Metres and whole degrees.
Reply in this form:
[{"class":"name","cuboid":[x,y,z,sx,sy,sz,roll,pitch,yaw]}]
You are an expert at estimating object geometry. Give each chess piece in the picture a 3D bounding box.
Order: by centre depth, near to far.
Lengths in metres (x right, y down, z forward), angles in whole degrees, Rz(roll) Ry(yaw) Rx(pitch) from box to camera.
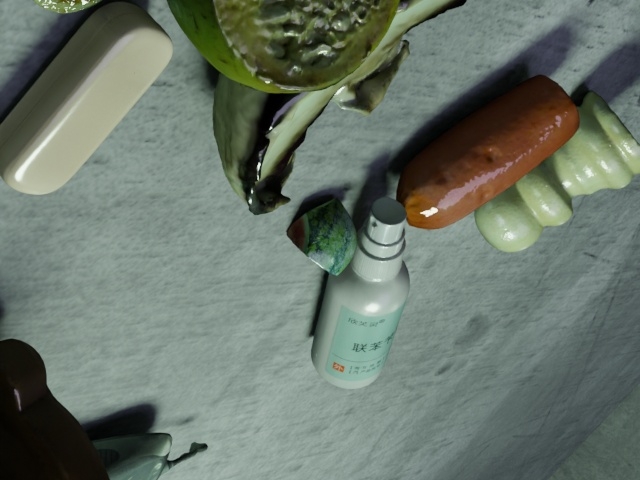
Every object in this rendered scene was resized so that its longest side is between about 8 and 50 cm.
[{"class":"chess piece","cuboid":[0.332,-0.084,1.827,0.251,0.144,0.144,-38,155,10]}]

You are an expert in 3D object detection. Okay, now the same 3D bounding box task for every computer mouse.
[{"class":"computer mouse","cuboid":[-0.294,0.315,1.666,0.379,0.090,0.167,-17,146,-49]}]

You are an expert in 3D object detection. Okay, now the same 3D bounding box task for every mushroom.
[{"class":"mushroom","cuboid":[0.015,-0.189,1.249,0.344,0.130,0.247,-46,169,15]}]

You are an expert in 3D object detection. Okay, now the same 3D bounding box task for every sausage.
[{"class":"sausage","cuboid":[0.208,-0.108,1.635,0.259,0.113,0.113,-34,153,-9]}]

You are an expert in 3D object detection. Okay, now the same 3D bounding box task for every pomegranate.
[{"class":"pomegranate","cuboid":[-0.053,-0.243,1.047,0.190,0.159,0.241,-36,123,-17]}]

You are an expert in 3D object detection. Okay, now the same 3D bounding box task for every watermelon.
[{"class":"watermelon","cuboid":[0.006,-0.002,1.582,0.084,0.092,0.072,-18,-171,-21]}]

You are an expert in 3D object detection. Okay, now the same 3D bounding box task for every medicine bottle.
[{"class":"medicine bottle","cuboid":[0.062,0.068,1.711,0.110,0.110,0.352,-26,151,-26]}]

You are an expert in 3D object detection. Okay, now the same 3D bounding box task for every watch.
[{"class":"watch","cuboid":[-0.376,0.320,1.284,0.327,0.335,0.314,-30,154,-41]}]

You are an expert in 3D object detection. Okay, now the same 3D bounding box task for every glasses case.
[{"class":"glasses case","cuboid":[-0.213,-0.123,1.120,0.196,0.050,0.083,-46,156,13]}]

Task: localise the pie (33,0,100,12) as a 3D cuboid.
[{"class":"pie","cuboid":[-0.200,-0.217,1.026,0.085,0.017,0.085,-31,152,-19]}]
